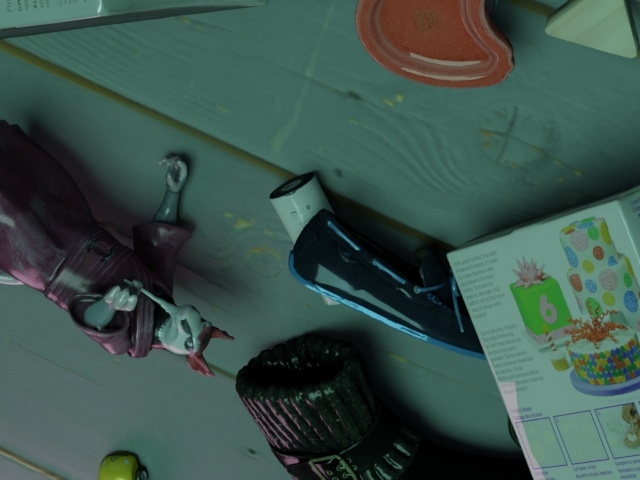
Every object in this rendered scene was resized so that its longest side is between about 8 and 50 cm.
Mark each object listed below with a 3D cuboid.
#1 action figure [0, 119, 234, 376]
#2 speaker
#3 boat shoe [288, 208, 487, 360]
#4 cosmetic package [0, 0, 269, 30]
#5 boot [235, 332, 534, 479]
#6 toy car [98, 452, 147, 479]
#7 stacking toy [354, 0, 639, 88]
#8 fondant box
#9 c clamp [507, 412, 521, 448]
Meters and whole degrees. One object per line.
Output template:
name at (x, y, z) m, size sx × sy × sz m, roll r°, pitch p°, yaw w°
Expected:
action figure at (-0.264, 0.038, 1.644) m, size 0.370 × 0.248 × 0.275 m, roll 40°, pitch 124°, yaw 1°
speaker at (0.000, 0.000, 1.634) m, size 0.055 × 0.055 × 0.136 m, roll -20°, pitch 107°, yaw 29°
boat shoe at (0.097, 0.047, 1.576) m, size 0.258 × 0.109 × 0.089 m, roll 22°, pitch 99°, yaw -14°
cosmetic package at (-0.264, -0.269, 1.432) m, size 0.385 × 0.217 × 0.156 m, roll -1°, pitch 98°, yaw 42°
boot at (0.090, 0.222, 1.668) m, size 0.348 × 0.131 × 0.260 m, roll -10°, pitch 112°, yaw 26°
toy car at (-0.236, 0.401, 1.934) m, size 0.239 × 0.053 × 0.225 m, roll 45°, pitch 122°, yaw -5°
stacking toy at (0.154, -0.296, 1.380) m, size 0.280 × 0.130 × 0.309 m, roll 2°, pitch 134°, yaw 15°
fondant box at (0.282, 0.127, 1.470) m, size 0.238 × 0.096 × 0.330 m, roll -20°, pitch 93°, yaw 52°
c clamp at (0.264, 0.183, 1.649) m, size 0.137 × 0.022 × 0.160 m, roll 3°, pitch 118°, yaw 26°
